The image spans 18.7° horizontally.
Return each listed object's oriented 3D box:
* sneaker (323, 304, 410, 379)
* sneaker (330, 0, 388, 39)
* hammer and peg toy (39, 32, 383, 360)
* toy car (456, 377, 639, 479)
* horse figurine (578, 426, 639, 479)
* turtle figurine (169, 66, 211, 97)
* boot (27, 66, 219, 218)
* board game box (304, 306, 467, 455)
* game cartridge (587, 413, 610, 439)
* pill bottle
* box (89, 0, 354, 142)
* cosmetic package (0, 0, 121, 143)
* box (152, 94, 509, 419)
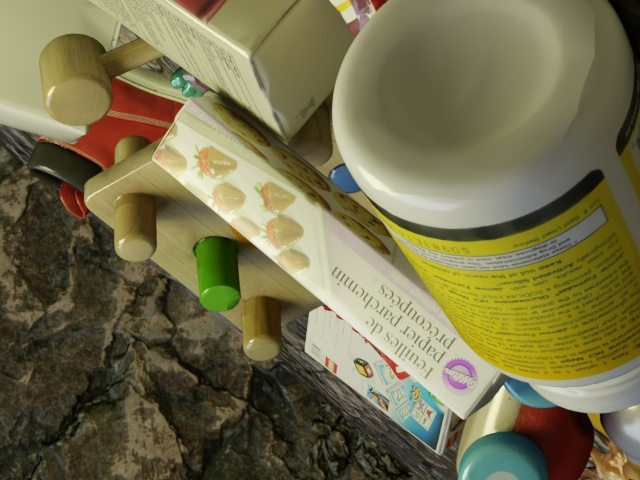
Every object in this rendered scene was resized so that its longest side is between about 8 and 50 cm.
[{"bbox_3d":[0.033,0.072,1.858,0.221,0.087,0.128,16,132,45],"label":"sneaker"},{"bbox_3d":[0.030,-0.188,1.365,0.084,0.069,0.185,44,168,38],"label":"sneaker"},{"bbox_3d":[-0.059,-0.059,1.655,0.361,0.266,0.127,42,-150,-40],"label":"hammer and peg toy"},{"bbox_3d":[0.247,0.141,1.599,0.238,0.210,0.219,17,-164,2],"label":"toy car"},{"bbox_3d":[0.317,0.241,2.086,0.174,0.066,0.263,41,175,20],"label":"horse figurine"},{"bbox_3d":[-0.105,-0.162,1.780,0.234,0.118,0.175,-131,30,-69],"label":"turtle figurine"},{"bbox_3d":[-0.190,-0.090,2.088,0.244,0.176,0.088,19,163,-22],"label":"boot"},{"bbox_3d":[0.080,0.059,1.917,0.193,0.053,0.305,37,145,22],"label":"board game box"},{"bbox_3d":[0.309,0.153,1.837,0.323,0.053,0.285,43,170,0],"label":"game cartridge"},{"bbox_3d":[0.148,-0.019,1.281,0.188,0.188,0.334,33,167,36],"label":"pill bottle"},{"bbox_3d":[-0.083,-0.209,1.489,0.232,0.127,0.148,36,169,22],"label":"box"},{"bbox_3d":[-0.370,-0.243,1.768,0.385,0.217,0.156,19,174,-14],"label":"cosmetic package"},{"bbox_3d":[0.014,0.007,1.491,0.324,0.063,0.067,40,-158,14],"label":"box"}]
